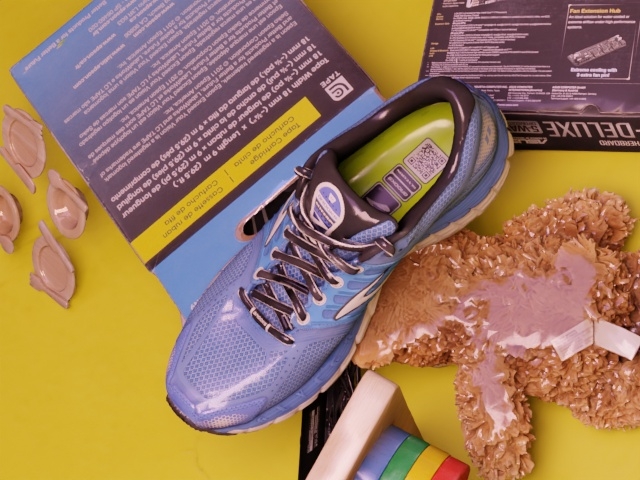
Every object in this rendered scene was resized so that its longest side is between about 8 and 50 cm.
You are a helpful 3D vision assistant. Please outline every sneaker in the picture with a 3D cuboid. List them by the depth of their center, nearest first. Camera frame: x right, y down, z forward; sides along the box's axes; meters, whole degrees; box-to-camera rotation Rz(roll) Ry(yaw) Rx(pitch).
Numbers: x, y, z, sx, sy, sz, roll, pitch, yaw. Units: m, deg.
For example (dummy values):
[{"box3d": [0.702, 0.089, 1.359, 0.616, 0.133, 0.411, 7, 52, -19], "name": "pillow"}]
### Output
[{"box3d": [0.000, 0.000, 1.200, 0.130, 0.147, 0.330, 41, 88, 20], "name": "sneaker"}]

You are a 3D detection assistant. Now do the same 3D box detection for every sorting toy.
[{"box3d": [0.023, 0.247, 1.170, 0.089, 0.255, 0.257, 27, 79, 14], "name": "sorting toy"}]

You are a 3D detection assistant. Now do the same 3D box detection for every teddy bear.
[{"box3d": [0.183, 0.068, 1.274, 0.338, 0.113, 0.245, -8, 71, 11], "name": "teddy bear"}]

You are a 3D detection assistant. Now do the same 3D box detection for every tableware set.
[{"box3d": [-0.255, -0.029, 1.477, 0.020, 0.169, 0.141, -22, 56, -40], "name": "tableware set"}]

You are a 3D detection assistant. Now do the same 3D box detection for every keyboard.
[{"box3d": [0.013, 0.151, 1.320, 0.038, 0.100, 0.192, 10, 67, -16], "name": "keyboard"}]

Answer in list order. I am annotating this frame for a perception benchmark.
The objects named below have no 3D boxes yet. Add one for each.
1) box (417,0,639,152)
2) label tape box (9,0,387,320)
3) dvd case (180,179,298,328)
[{"box3d": [0.246, -0.196, 1.370, 0.307, 0.076, 0.242, 2, 68, 24], "name": "box"}, {"box3d": [-0.082, -0.097, 1.413, 0.240, 0.106, 0.334, -39, 59, 2], "name": "label tape box"}, {"box3d": [-0.050, -0.025, 1.447, 0.179, 0.029, 0.239, -20, 61, 13], "name": "dvd case"}]
